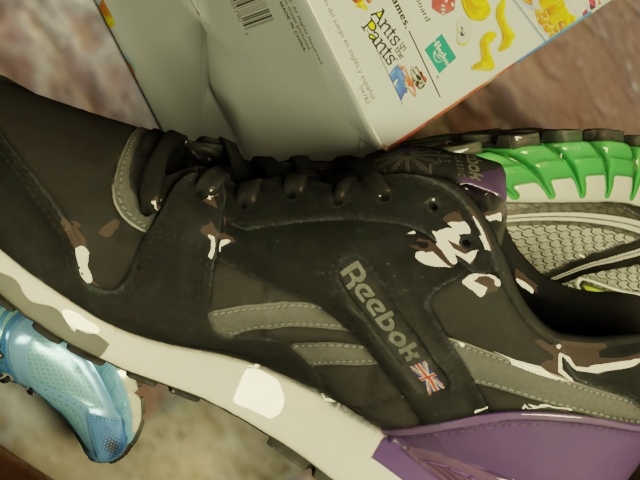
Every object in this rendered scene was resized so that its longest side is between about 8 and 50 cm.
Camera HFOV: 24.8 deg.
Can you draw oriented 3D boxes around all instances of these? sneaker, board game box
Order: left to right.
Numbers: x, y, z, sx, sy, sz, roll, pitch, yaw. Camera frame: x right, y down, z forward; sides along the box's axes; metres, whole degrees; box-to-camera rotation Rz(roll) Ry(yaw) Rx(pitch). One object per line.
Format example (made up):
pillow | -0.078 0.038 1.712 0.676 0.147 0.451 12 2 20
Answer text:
sneaker | -0.134 0.028 0.554 0.073 0.063 0.162 -45 103 -16
sneaker | 0.000 0.000 0.513 0.283 0.107 0.124 32 112 -12
board game box | 0.049 -0.153 0.634 0.275 0.142 0.144 -34 105 -31
sneaker | 0.127 0.032 0.678 0.343 0.134 0.146 12 80 -34

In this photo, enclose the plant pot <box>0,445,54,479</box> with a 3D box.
plant pot | -0.171 0.158 0.437 0.215 0.215 0.230 38 78 -26
